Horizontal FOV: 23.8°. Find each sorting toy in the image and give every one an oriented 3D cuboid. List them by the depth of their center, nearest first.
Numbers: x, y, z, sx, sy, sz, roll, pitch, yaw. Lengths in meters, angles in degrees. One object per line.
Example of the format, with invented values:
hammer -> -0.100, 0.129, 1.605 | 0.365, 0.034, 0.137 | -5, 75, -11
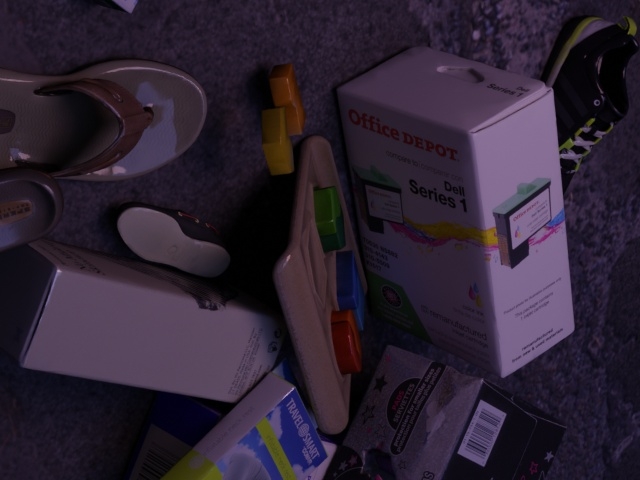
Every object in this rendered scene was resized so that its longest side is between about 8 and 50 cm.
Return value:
sorting toy -> 0.000, 0.000, 1.445 | 0.229, 0.041, 0.307 | -77, 156, -55

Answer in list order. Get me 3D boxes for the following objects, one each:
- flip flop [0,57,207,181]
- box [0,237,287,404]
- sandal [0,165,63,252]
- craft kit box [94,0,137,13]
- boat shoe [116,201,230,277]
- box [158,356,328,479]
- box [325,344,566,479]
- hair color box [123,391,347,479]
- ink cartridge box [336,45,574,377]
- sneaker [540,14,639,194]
flip flop -> -0.210, -0.099, 1.276 | 0.277, 0.080, 0.112 | 0, 107, -41
box -> -0.168, 0.072, 1.362 | 0.275, 0.113, 0.094 | 16, 98, -45
sandal -> -0.309, 0.005, 1.219 | 0.219, 0.060, 0.090 | -17, 121, -14
craft kit box -> -0.189, -0.351, 1.215 | 0.250, 0.061, 0.247 | 32, 82, -44
boat shoe -> -0.141, -0.006, 1.405 | 0.133, 0.042, 0.049 | 26, 114, -43
box -> -0.066, 0.206, 1.406 | 0.178, 0.042, 0.109 | -43, 134, -22
box -> 0.105, 0.254, 1.515 | 0.163, 0.142, 0.247 | 31, 80, -42
hair color box -> -0.047, 0.277, 1.554 | 0.338, 0.110, 0.185 | 23, 89, -43
ink cartridge box -> 0.137, -0.032, 1.524 | 0.117, 0.201, 0.278 | -29, 124, -30
sneaker -> 0.289, -0.140, 1.687 | 0.084, 0.097, 0.235 | 8, 102, -42
